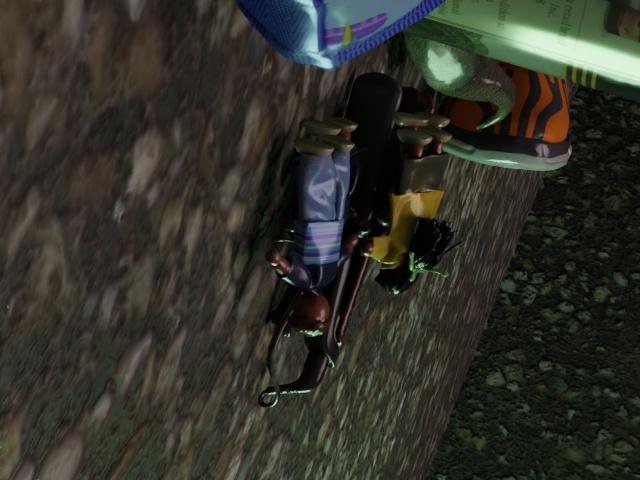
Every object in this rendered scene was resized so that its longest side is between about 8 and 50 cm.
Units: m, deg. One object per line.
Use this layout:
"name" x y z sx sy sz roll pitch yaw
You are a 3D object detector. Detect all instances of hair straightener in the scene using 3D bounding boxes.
"hair straightener" 0.000 0.000 0.882 0.089 0.047 0.230 19 95 -53

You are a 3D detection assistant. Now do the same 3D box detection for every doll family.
"doll family" 0.026 -0.011 0.813 0.193 0.076 0.111 -7 113 -42

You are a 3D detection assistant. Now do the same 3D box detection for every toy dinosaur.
"toy dinosaur" 0.106 -0.181 0.963 0.160 0.121 0.313 -44 166 -31

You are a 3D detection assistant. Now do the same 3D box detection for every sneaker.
"sneaker" 0.171 -0.181 1.216 0.321 0.124 0.180 -77 176 -67

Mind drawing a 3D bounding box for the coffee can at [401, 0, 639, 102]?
"coffee can" 0.120 -0.163 0.564 0.201 0.275 0.202 19 90 -79

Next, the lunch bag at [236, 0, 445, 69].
"lunch bag" 0.052 -0.179 0.285 0.293 0.138 0.221 -58 168 -17
